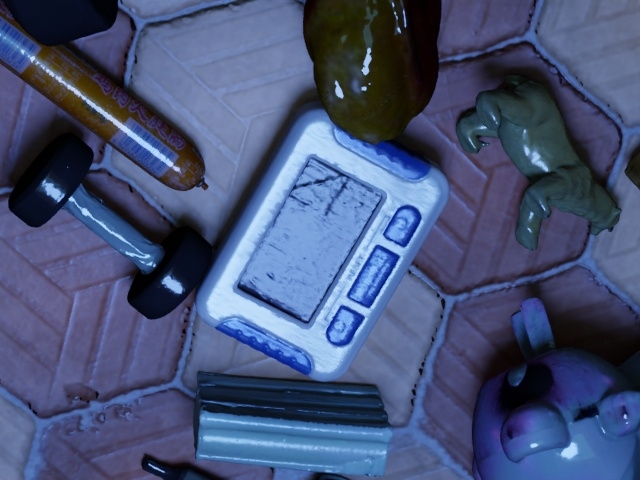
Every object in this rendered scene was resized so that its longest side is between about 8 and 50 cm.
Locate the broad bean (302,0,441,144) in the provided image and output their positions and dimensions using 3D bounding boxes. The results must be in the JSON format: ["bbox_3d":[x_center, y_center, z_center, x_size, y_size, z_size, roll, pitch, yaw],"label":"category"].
[{"bbox_3d":[0.053,-0.209,1.819,0.122,0.156,0.228,11,105,25],"label":"broad bean"}]

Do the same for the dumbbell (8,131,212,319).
[{"bbox_3d":[-0.208,-0.013,1.874,0.191,0.100,0.100,40,100,-16],"label":"dumbbell"}]

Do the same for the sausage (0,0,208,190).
[{"bbox_3d":[-0.246,-0.155,1.848,0.348,0.053,0.053,37,101,-16],"label":"sausage"}]

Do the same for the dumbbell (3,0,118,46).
[{"bbox_3d":[-0.136,-0.312,1.710,0.322,0.204,0.204,-16,109,8],"label":"dumbbell"}]

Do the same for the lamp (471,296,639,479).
[{"bbox_3d":[0.297,0.166,1.944,0.301,0.247,0.247,-15,78,-8],"label":"lamp"}]

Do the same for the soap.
[{"bbox_3d":[-0.031,0.191,1.952,0.198,0.114,0.063,6,108,-6],"label":"soap"}]

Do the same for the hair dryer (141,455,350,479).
[{"bbox_3d":[-0.090,0.310,2.018,0.248,0.078,0.195,28,104,-4],"label":"hair dryer"}]

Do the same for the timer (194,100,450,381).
[{"bbox_3d":[0.000,0.000,1.912,0.178,0.078,0.253,29,101,-11],"label":"timer"}]

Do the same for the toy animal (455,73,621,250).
[{"bbox_3d":[0.227,-0.077,1.912,0.101,0.103,0.219,-37,105,-18],"label":"toy animal"}]

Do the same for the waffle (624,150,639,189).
[{"bbox_3d":[0.480,-0.100,1.855,0.327,0.224,0.098,-40,124,8],"label":"waffle"}]
